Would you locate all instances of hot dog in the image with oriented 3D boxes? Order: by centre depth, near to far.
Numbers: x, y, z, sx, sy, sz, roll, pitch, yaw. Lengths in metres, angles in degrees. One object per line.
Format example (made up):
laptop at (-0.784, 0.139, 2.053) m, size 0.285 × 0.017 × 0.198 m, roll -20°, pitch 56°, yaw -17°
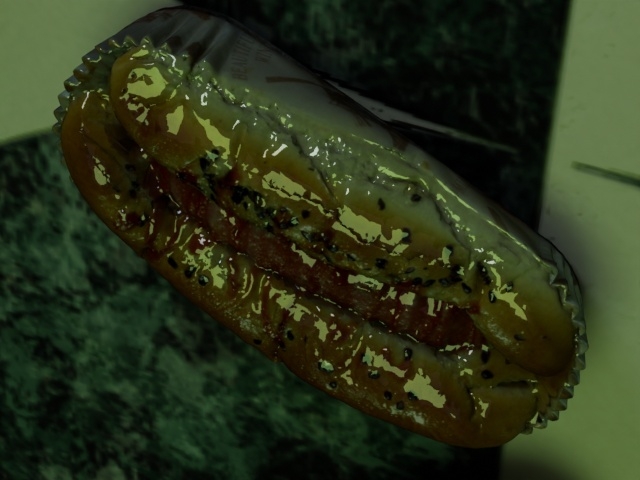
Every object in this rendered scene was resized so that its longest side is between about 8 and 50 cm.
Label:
hot dog at (0.000, 0.000, 0.899) m, size 0.268 × 0.075 × 0.144 m, roll 30°, pitch 132°, yaw -2°
